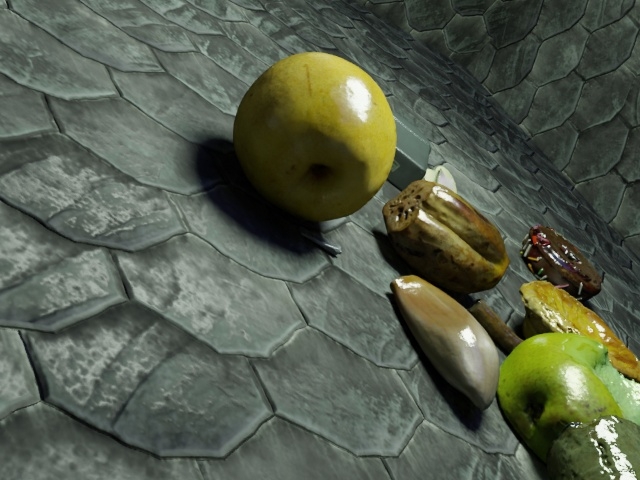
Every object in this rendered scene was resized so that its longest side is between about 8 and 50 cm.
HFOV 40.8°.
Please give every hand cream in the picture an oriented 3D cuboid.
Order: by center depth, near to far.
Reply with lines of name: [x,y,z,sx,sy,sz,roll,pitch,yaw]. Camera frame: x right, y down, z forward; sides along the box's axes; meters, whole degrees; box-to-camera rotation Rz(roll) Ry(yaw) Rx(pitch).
hand cream: [0.000,0.000,1.571,0.093,0.019,0.030,31,23,-19]

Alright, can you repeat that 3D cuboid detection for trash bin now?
trash bin: [0.194,-0.234,2.198,0.177,0.101,0.236,38,25,-12]

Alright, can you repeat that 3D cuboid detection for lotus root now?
lotus root: [0.270,0.008,1.788,0.291,0.193,0.193,35,23,-24]

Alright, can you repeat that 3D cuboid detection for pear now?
pear: [-0.009,-0.185,1.555,0.314,0.314,0.314,34,24,-17]
pear: [0.459,0.294,1.573,0.286,0.176,0.282,48,24,17]

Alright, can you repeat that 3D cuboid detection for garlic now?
garlic: [0.234,0.173,1.547,0.143,0.112,0.318,15,23,-42]

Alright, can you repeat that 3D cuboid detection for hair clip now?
hair clip: [0.326,-0.122,2.241,0.159,0.071,0.218,37,29,-17]

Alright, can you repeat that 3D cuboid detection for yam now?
yam: [0.475,0.437,1.329,0.195,0.195,0.300,32,24,-21]
yam: [0.435,0.245,1.787,0.327,0.045,0.045,43,-18,-1]

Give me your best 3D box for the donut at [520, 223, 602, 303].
donut: [0.670,0.068,2.407,0.270,0.103,0.269,35,21,-16]

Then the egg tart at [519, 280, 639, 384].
egg tart: [0.550,0.222,1.887,0.341,0.129,0.341,35,19,-14]
